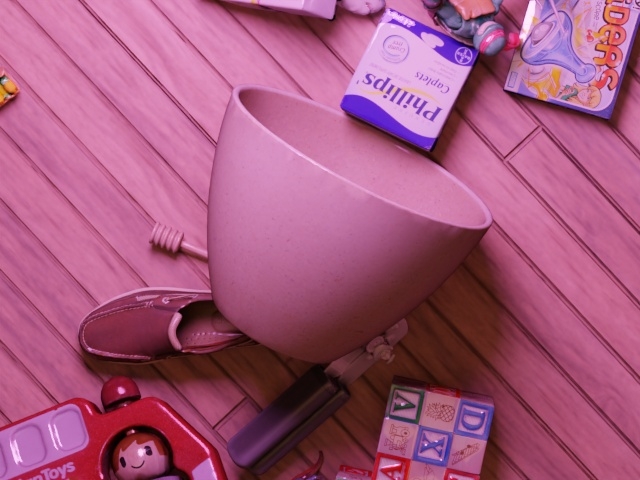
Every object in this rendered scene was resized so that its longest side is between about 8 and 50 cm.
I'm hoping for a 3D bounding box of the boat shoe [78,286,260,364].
[{"bbox_3d":[-0.179,0.102,1.878,0.257,0.095,0.095,-9,92,5],"label":"boat shoe"}]

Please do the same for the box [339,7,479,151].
[{"bbox_3d":[0.109,-0.194,1.854,0.126,0.072,0.137,26,95,3],"label":"box"}]

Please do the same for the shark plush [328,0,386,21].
[{"bbox_3d":[0.014,-0.341,1.879,0.067,0.073,0.161,-27,69,-14],"label":"shark plush"}]

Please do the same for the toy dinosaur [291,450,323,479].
[{"bbox_3d":[-0.034,0.316,1.917,0.082,0.047,0.090,-5,59,13],"label":"toy dinosaur"}]

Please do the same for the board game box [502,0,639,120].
[{"bbox_3d":[0.315,-0.261,1.853,0.136,0.035,0.201,16,94,3],"label":"board game box"}]

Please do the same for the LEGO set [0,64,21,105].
[{"bbox_3d":[-0.516,-0.142,1.885,0.287,0.107,0.132,-5,93,5],"label":"LEGO set"}]

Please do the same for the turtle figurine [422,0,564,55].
[{"bbox_3d":[0.169,-0.297,1.795,0.234,0.175,0.118,55,137,23],"label":"turtle figurine"}]

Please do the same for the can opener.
[{"bbox_3d":[-0.005,0.176,1.891,0.280,0.074,0.093,-46,55,3],"label":"can opener"}]

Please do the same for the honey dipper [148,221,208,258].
[{"bbox_3d":[-0.136,0.021,1.907,0.160,0.030,0.030,24,94,-1],"label":"honey dipper"}]

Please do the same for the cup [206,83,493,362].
[{"bbox_3d":[0.000,0.000,1.764,0.331,0.331,0.237,27,106,2],"label":"cup"}]

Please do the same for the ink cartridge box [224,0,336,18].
[{"bbox_3d":[-0.061,-0.332,1.841,0.181,0.061,0.104,15,94,39],"label":"ink cartridge box"}]

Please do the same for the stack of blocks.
[{"bbox_3d":[0.100,0.322,1.872,0.171,0.087,0.297,12,94,4],"label":"stack of blocks"}]

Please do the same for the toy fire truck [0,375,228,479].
[{"bbox_3d":[-0.271,0.306,1.875,0.302,0.169,0.254,-23,72,4],"label":"toy fire truck"}]
